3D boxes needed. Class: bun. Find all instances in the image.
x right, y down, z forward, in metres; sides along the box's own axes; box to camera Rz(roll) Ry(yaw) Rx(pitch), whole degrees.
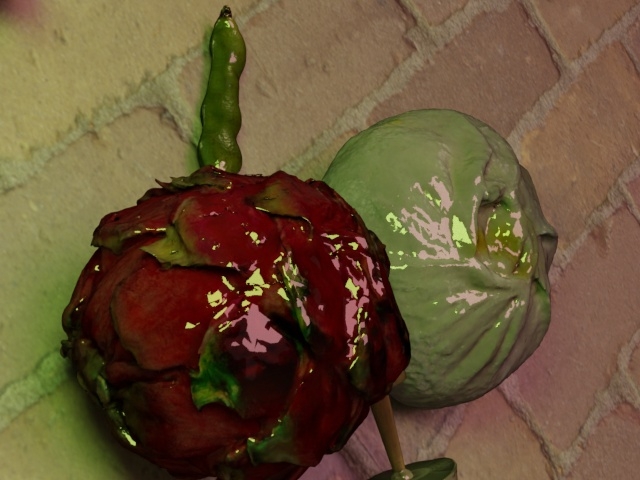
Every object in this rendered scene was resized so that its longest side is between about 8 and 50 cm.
[{"bbox_3d":[0.148,0.018,1.704,0.362,0.211,0.362,12,74,-49],"label":"bun"}]

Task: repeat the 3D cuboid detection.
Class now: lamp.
[{"bbox_3d":[0.089,0.247,1.587,0.121,0.121,0.215,-23,100,-51],"label":"lamp"}]

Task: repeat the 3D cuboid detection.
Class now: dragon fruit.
[{"bbox_3d":[-0.073,0.079,1.354,0.329,0.329,0.329,26,51,-36],"label":"dragon fruit"}]

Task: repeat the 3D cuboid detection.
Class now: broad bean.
[{"bbox_3d":[-0.112,-0.163,1.670,0.052,0.053,0.256,4,57,-4],"label":"broad bean"}]
